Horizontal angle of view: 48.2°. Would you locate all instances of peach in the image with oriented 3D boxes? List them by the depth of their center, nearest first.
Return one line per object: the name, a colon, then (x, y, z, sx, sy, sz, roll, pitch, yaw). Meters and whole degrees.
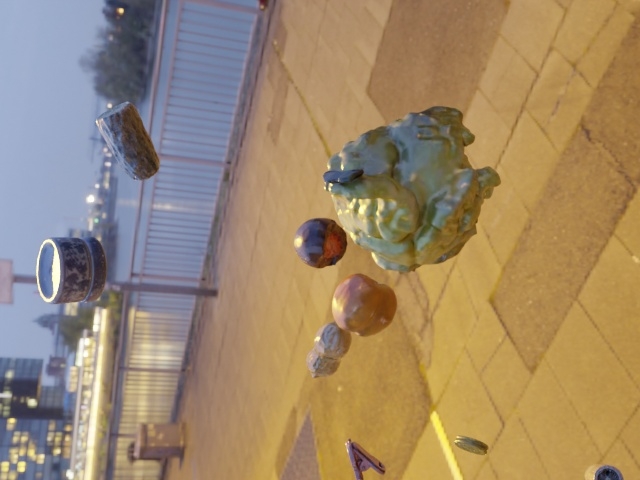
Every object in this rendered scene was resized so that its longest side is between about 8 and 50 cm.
peach: (0.091, 0.140, 1.523, 0.138, 0.138, 0.138, -175, 90, -73)

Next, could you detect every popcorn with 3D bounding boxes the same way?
popcorn: (0.151, -0.076, 1.151, 0.237, 0.293, 0.293, 67, 174, -23)

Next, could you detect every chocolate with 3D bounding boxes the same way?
chocolate: (0.000, 0.000, 1.679, 0.133, 0.128, 0.124, 84, -179, -56)

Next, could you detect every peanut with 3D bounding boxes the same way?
peanut: (0.022, 0.304, 1.958, 0.117, 0.101, 0.263, -49, -14, -40)

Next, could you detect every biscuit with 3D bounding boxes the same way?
biscuit: (0.373, 0.507, 1.770, 0.023, 0.084, 0.084, -67, 10, -22)

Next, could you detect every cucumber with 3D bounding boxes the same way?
cucumber: (-0.276, -0.143, 1.040, 0.064, 0.064, 0.111, -115, 1, -59)

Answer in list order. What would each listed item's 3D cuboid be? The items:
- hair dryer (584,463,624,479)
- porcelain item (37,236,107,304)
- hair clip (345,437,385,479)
hair dryer: (0.558, 0.527, 1.329, 0.195, 0.054, 0.220, 48, -155, -67)
porcelain item: (-0.538, 0.065, 1.558, 0.147, 0.114, 0.147, 1, 91, 49)
hair clip: (0.105, 0.649, 2.042, 0.102, 0.138, 0.123, -49, 6, 1)
